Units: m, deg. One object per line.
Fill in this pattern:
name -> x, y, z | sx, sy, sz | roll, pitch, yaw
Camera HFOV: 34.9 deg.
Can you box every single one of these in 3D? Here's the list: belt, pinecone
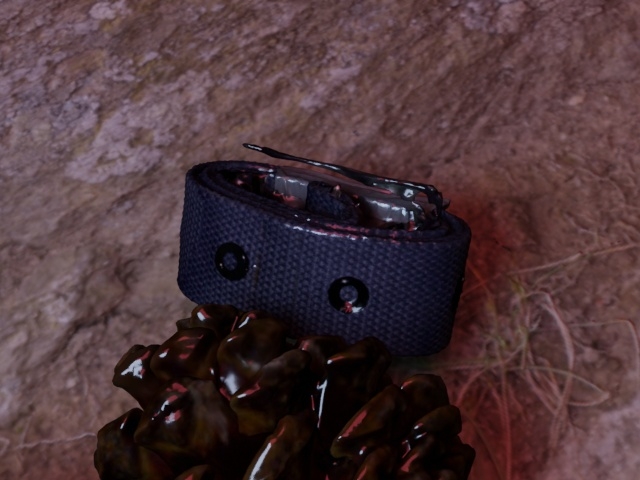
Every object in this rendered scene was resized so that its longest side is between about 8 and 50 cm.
belt -> 0.000, 0.000, 0.787 | 0.230, 0.126, 0.139 | 14, 21, 18
pinecone -> -0.028, 0.161, 0.653 | 0.309, 0.244, 0.244 | 27, 63, 40
